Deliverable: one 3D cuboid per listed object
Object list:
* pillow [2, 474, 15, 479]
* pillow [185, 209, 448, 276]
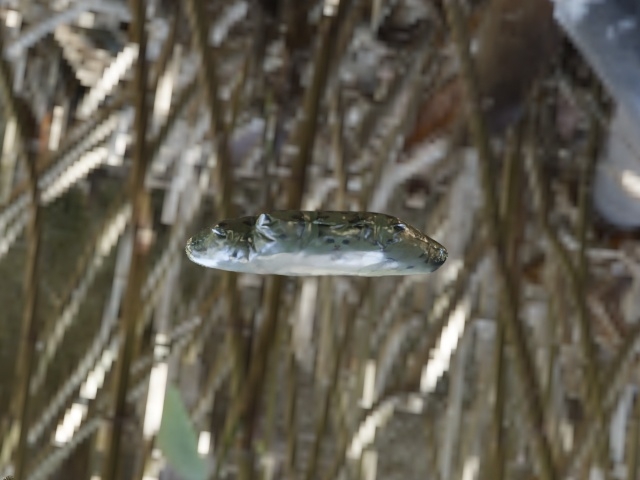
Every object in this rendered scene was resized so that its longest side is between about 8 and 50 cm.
[{"bbox_3d":[-0.258,0.193,1.121,0.119,0.208,0.053,17,127,-10],"label":"pillow"},{"bbox_3d":[0.001,0.000,1.663,0.241,0.051,0.093,3,156,-8],"label":"pillow"}]
